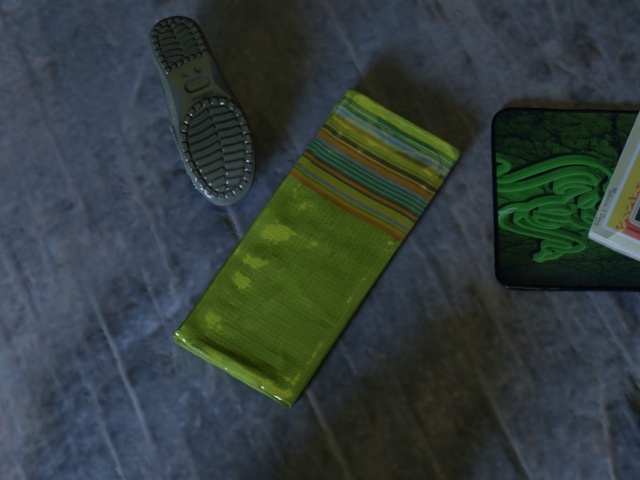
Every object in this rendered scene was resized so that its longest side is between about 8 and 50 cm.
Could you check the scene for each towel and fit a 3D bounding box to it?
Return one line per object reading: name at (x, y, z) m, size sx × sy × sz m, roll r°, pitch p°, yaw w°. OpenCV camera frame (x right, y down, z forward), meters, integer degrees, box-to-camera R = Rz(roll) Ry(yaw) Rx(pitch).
towel at (0.000, 0.000, 1.166) m, size 0.102 × 0.021 × 0.237 m, roll 28°, pitch 66°, yaw 16°

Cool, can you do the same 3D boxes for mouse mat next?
mouse mat at (0.219, -0.031, 1.186) m, size 0.190 × 0.007 × 0.152 m, roll 0°, pitch 62°, yaw 2°

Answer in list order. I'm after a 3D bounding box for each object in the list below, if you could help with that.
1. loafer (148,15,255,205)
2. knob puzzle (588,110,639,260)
loafer at (-0.085, -0.093, 1.204) m, size 0.056 × 0.050 × 0.148 m, roll -16°, pitch 79°, yaw -4°
knob puzzle at (0.295, -0.039, 1.067) m, size 0.213 × 0.030 × 0.213 m, roll 1°, pitch 62°, yaw -1°
